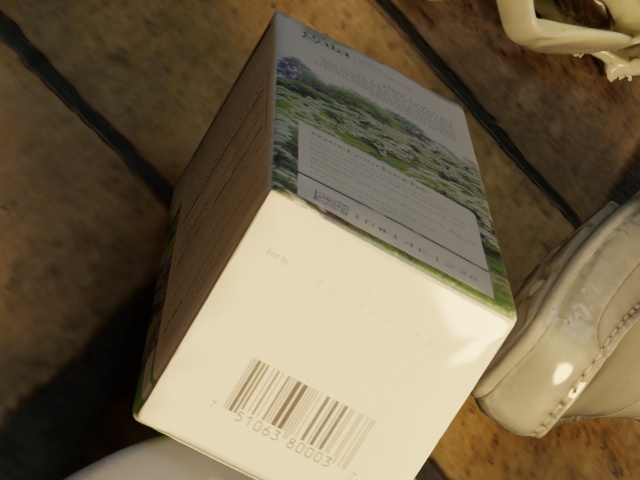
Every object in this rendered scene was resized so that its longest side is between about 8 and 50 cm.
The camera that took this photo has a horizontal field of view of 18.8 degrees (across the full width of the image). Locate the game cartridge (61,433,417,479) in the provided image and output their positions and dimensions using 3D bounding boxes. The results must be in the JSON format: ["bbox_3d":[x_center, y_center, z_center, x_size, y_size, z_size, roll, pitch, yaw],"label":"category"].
[{"bbox_3d":[-0.023,0.156,0.611,0.196,0.060,0.294,58,28,8],"label":"game cartridge"}]

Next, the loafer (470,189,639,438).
[{"bbox_3d":[0.164,0.042,0.964,0.111,0.112,0.319,45,26,10],"label":"loafer"}]

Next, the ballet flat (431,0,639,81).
[{"bbox_3d":[0.115,-0.196,1.185,0.409,0.147,0.147,17,41,-45],"label":"ballet flat"}]

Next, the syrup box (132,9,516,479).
[{"bbox_3d":[0.000,0.000,0.724,0.093,0.096,0.237,28,17,-11],"label":"syrup box"}]
